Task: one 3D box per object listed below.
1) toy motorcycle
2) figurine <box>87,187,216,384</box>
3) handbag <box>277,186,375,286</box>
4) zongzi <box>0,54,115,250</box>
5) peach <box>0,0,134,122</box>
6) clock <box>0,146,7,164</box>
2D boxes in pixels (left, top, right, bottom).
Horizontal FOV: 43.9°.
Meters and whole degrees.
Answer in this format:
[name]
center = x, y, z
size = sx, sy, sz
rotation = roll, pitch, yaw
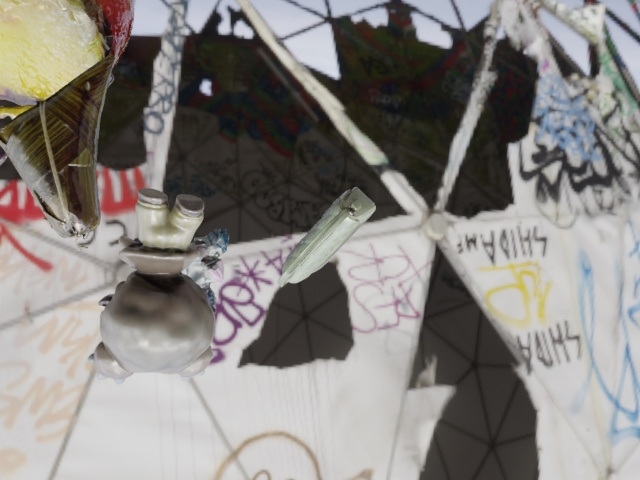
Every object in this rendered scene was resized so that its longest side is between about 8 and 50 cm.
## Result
[toy motorcycle]
center = -0.299, 0.035, 1.803
size = 0.239, 0.204, 0.108
rotation = 45, 169, -35
[figurine]
center = -0.302, 0.096, 1.521
size = 0.248, 0.380, 0.203
rotation = 2, -167, -28
[handbag]
center = 0.000, 0.000, 1.738
size = 0.079, 0.256, 0.219
rotation = 44, -151, 5
[zongzi]
center = -0.289, -0.109, 0.993
size = 0.184, 0.187, 0.084
rotation = -33, 174, 7
[peach]
center = -0.489, -0.381, 1.273
size = 0.416, 0.353, 0.339
rotation = 37, 173, 38
[clock]
center = -0.857, -0.230, 1.881
size = 0.195, 0.100, 0.194
rotation = 43, -140, -10
